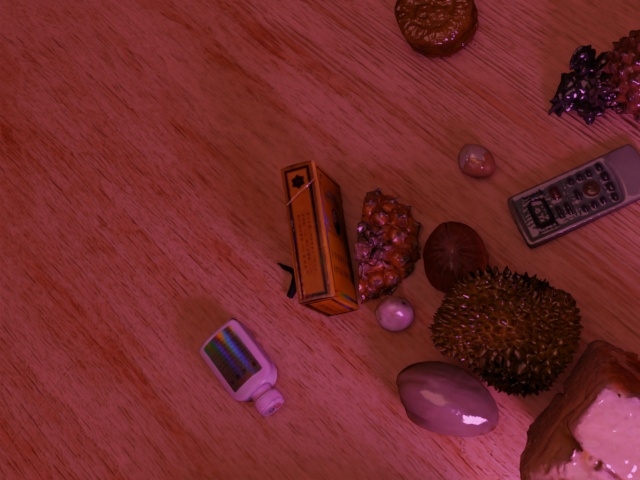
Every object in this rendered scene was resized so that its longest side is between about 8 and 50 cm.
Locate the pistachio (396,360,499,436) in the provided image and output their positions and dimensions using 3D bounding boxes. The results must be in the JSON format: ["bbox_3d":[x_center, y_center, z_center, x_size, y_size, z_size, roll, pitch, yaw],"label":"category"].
[{"bbox_3d":[0.253,0.319,1.711,0.215,0.144,0.144,19,84,9],"label":"pistachio"}]

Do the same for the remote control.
[{"bbox_3d":[0.537,-0.093,1.762,0.285,0.038,0.123,-24,70,12],"label":"remote control"}]

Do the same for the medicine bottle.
[{"bbox_3d":[-0.167,0.288,1.892,0.115,0.078,0.219,-42,68,3],"label":"medicine bottle"}]

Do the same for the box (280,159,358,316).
[{"bbox_3d":[0.000,0.000,1.841,0.084,0.193,0.301,-13,74,15],"label":"box"}]

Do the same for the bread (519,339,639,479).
[{"bbox_3d":[0.556,0.388,1.445,0.371,0.390,0.279,38,105,9],"label":"bread"}]

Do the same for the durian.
[{"bbox_3d":[0.354,0.172,1.653,0.293,0.258,0.258,17,83,24],"label":"durian"}]

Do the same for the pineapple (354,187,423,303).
[{"bbox_3d":[0.143,0.001,1.815,0.140,0.164,0.249,3,75,12],"label":"pineapple"}]

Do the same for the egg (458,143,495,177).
[{"bbox_3d":[0.336,-0.170,1.833,0.083,0.071,0.071,25,86,19],"label":"egg"}]

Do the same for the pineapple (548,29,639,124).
[{"bbox_3d":[0.620,-0.331,1.718,0.357,0.223,0.223,-4,75,37],"label":"pineapple"}]

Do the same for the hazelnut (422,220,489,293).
[{"bbox_3d":[0.272,0.035,1.767,0.150,0.150,0.150,-4,76,18],"label":"hazelnut"}]

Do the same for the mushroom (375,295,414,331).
[{"bbox_3d":[0.158,0.155,1.820,0.084,0.067,0.083,3,112,7],"label":"mushroom"}]

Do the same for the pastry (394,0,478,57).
[{"bbox_3d":[0.261,-0.508,1.921,0.189,0.103,0.188,-5,75,18],"label":"pastry"}]

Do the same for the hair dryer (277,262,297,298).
[{"bbox_3d":[-0.073,0.082,1.943,0.083,0.031,0.079,32,98,36],"label":"hair dryer"}]
